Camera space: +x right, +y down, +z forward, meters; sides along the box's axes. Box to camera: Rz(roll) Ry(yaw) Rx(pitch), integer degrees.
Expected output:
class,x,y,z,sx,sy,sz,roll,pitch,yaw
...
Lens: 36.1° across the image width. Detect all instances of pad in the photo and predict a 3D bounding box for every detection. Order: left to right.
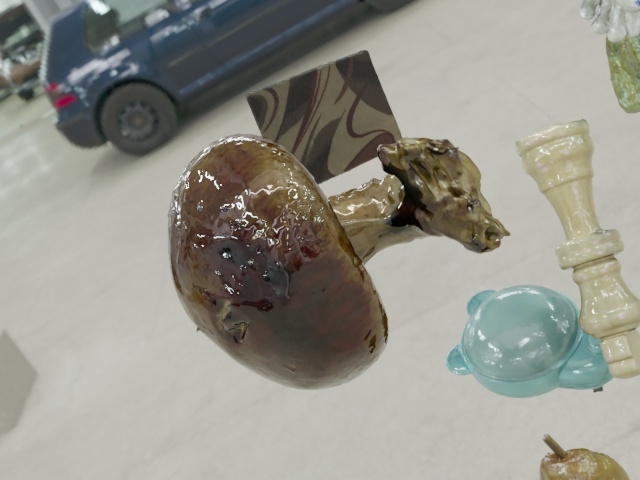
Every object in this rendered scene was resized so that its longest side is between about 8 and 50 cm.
class,x,y,z,sx,sy,sz,roll,pitch,yaw
pad,0.017,-0.241,1.963,0.330,0.220,0.004,-28,8,-34

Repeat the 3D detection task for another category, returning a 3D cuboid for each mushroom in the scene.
class,x,y,z,sx,sy,sz,roll,pitch,yaw
mushroom,-0.018,-0.009,1.223,0.356,0.331,0.334,-55,20,-11

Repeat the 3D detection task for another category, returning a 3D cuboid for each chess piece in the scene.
class,x,y,z,sx,sy,sz,roll,pitch,yaw
chess piece,0.416,0.017,1.504,0.117,0.397,0.117,-17,-9,-3

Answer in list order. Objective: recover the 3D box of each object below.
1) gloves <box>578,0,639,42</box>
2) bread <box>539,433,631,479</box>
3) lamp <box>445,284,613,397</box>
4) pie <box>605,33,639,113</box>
class,x,y,z,sx,sy,sz,roll,pitch,yaw
gloves,0.434,-0.414,1.528,0.097,0.229,0.119,-30,14,1
bread,0.384,0.366,1.308,0.124,0.344,0.084,-27,31,29
lamp,0.366,0.170,1.648,0.284,0.147,0.209,16,55,18
pie,0.581,-0.327,1.833,0.041,0.187,0.187,-14,20,-4
